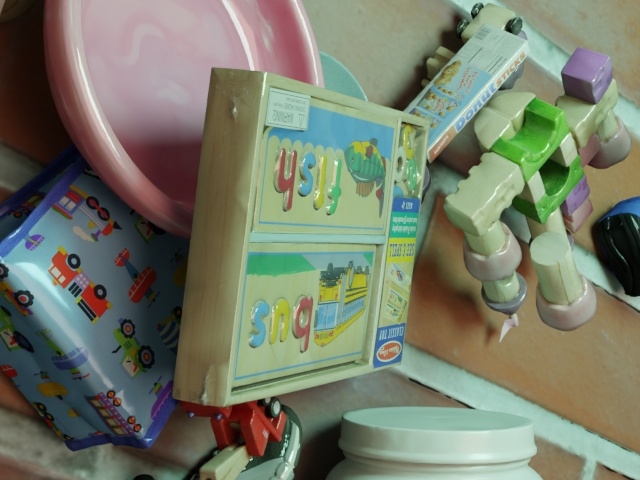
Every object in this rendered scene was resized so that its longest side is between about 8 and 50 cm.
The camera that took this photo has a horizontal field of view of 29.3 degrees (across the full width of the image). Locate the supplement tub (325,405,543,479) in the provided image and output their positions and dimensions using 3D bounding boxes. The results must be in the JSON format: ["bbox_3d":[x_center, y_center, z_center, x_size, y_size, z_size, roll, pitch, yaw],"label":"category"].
[{"bbox_3d":[0.119,0.351,1.283,0.241,0.241,0.331,2,89,-38],"label":"supplement tub"}]

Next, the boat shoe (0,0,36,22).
[{"bbox_3d":[-0.313,-0.328,1.038,0.103,0.092,0.285,-23,120,-7],"label":"boat shoe"}]

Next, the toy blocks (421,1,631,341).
[{"bbox_3d":[0.254,-0.058,1.424,0.288,0.309,0.260,-49,145,-14],"label":"toy blocks"}]

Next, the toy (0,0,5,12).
[{"bbox_3d":[-0.321,-0.216,0.998,0.137,0.056,0.237,17,106,-27],"label":"toy"}]

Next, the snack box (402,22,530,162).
[{"bbox_3d":[0.153,-0.166,1.356,0.178,0.064,0.022,-48,143,-13],"label":"snack box"}]

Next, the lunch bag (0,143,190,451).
[{"bbox_3d":[-0.175,0.014,1.139,0.221,0.138,0.293,56,50,-21],"label":"lunch bag"}]

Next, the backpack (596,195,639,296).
[{"bbox_3d":[0.427,0.000,1.617,0.101,0.098,0.120,-41,102,-40],"label":"backpack"}]

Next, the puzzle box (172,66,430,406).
[{"bbox_3d":[0.000,0.000,1.139,0.409,0.052,0.272,-1,99,-66],"label":"puzzle box"}]

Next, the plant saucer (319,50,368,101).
[{"bbox_3d":[-0.025,-0.106,1.299,0.195,0.037,0.195,-1,91,-37],"label":"plant saucer"}]

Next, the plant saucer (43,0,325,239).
[{"bbox_3d":[-0.127,-0.157,1.111,0.332,0.084,0.332,17,68,-48],"label":"plant saucer"}]

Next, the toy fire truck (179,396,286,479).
[{"bbox_3d":[-0.081,0.195,1.119,0.192,0.047,0.135,59,38,-48],"label":"toy fire truck"}]

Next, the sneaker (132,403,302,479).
[{"bbox_3d":[-0.115,0.241,1.202,0.132,0.086,0.228,39,68,-29],"label":"sneaker"}]
